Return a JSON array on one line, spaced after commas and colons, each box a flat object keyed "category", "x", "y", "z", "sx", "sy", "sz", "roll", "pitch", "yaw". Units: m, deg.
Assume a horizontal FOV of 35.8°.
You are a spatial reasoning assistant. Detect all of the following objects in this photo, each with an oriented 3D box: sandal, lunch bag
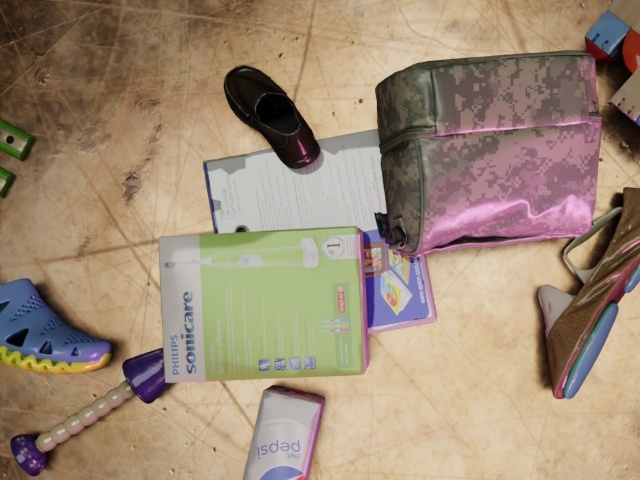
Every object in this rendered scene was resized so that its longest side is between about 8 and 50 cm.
[{"category": "sandal", "x": -0.466, "y": 0.120, "z": 1.509, "sx": 0.317, "sy": 0.126, "sz": 0.138, "roll": 16, "pitch": 84, "yaw": 4}, {"category": "lunch bag", "x": 0.230, "y": -0.115, "z": 1.388, "sx": 0.305, "sy": 0.212, "sz": 0.256, "roll": -6, "pitch": 87, "yaw": -14}]

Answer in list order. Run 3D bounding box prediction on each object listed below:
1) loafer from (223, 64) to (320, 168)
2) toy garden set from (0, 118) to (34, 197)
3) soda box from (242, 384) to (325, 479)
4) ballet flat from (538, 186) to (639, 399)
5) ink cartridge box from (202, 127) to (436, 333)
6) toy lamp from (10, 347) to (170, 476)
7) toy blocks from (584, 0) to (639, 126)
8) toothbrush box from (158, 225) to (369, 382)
[{"category": "loafer", "x": -0.074, "y": -0.202, "z": 1.482, "sx": 0.080, "sy": 0.078, "sz": 0.220, "roll": -35, "pitch": 58, "yaw": -14}, {"category": "toy garden set", "x": -0.603, "y": -0.105, "z": 1.566, "sx": 0.203, "sy": 0.049, "sz": 0.244, "roll": 28, "pitch": 89, "yaw": 6}, {"category": "soda box", "x": -0.069, "y": 0.365, "z": 1.470, "sx": 0.091, "sy": 0.098, "sz": 0.286, "roll": 13, "pitch": 87, "yaw": 5}, {"category": "ballet flat", "x": 0.400, "y": 0.064, "z": 1.452, "sx": 0.124, "sy": 0.116, "sz": 0.342, "roll": 32, "pitch": 89, "yaw": 26}, {"category": "ink cartridge box", "x": 0.000, "y": 0.000, "z": 1.503, "sx": 0.307, "sy": 0.072, "sz": 0.304, "roll": -10, "pitch": 87, "yaw": 7}, {"category": "toy lamp", "x": -0.339, "y": 0.256, "z": 1.508, "sx": 0.274, "sy": 0.080, "sz": 0.080, "roll": -34, "pitch": 84, "yaw": 1}, {"category": "toy blocks", "x": 0.533, "y": -0.247, "z": 1.413, "sx": 0.381, "sy": 0.190, "sz": 0.261, "roll": 47, "pitch": 109, "yaw": 24}, {"category": "toothbrush box", "x": -0.076, "y": 0.090, "z": 1.413, "sx": 0.283, "sy": 0.122, "sz": 0.206, "roll": -4, "pitch": 88, "yaw": 5}]
